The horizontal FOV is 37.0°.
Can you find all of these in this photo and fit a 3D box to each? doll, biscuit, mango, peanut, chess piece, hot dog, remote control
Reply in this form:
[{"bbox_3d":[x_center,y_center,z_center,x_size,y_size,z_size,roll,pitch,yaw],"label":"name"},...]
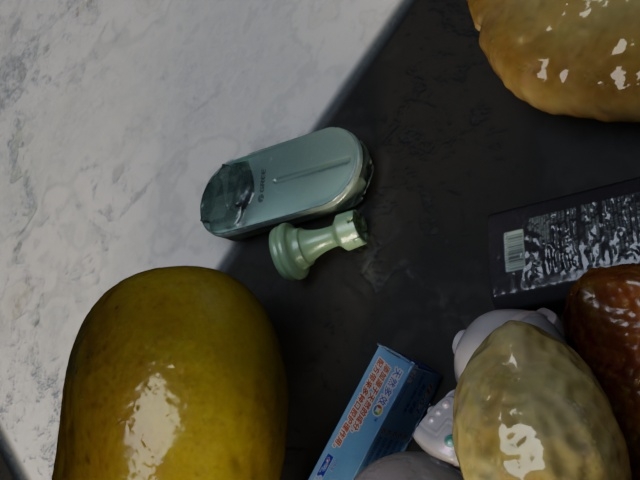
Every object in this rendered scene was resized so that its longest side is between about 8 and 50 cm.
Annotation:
[{"bbox_3d":[0.125,0.182,0.834,0.151,0.151,0.287,28,87,43],"label":"doll"},{"bbox_3d":[0.336,-0.310,0.895,0.446,0.104,0.429,7,76,40],"label":"biscuit"},{"bbox_3d":[-0.154,0.240,0.970,0.301,0.221,0.445,-33,51,44],"label":"mango"},{"bbox_3d":[0.170,0.213,0.706,0.149,0.149,0.313,-14,86,35],"label":"peanut"},{"bbox_3d":[0.000,0.000,1.071,0.103,0.067,0.067,-21,59,22],"label":"chess piece"},{"bbox_3d":[0.262,0.123,0.731,0.160,0.099,0.226,-24,82,59],"label":"hot dog"},{"bbox_3d":[-0.045,-0.063,1.139,0.247,0.052,0.104,-13,62,36],"label":"remote control"}]

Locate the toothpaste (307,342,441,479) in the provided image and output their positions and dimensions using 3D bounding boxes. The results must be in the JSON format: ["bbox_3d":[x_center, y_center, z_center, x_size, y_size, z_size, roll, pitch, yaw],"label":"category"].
[{"bbox_3d":[0.026,0.235,0.939,0.053,0.066,0.272,29,91,43],"label":"toothpaste"}]

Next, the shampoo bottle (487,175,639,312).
[{"bbox_3d":[0.294,-0.007,0.819,0.310,0.071,0.098,-15,61,35],"label":"shampoo bottle"}]
